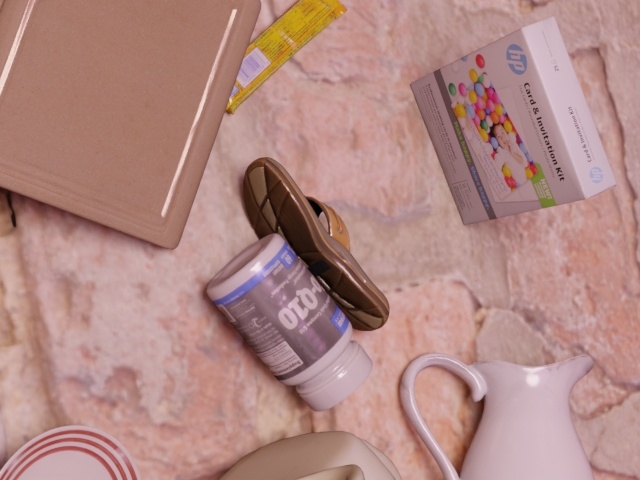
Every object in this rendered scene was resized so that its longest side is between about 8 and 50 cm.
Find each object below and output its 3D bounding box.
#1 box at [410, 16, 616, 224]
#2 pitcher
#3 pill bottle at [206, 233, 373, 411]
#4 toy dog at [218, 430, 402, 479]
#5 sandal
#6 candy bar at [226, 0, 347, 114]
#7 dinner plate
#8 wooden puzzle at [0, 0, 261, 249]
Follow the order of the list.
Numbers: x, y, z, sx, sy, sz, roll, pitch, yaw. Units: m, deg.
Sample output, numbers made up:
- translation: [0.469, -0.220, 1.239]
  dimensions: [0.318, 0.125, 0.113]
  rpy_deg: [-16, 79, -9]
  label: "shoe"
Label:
- translation: [0.160, -0.095, 0.892]
  dimensions: [0.038, 0.186, 0.145]
  rpy_deg: [-23, 94, -25]
  label: "box"
- translation: [0.155, 0.202, 0.905]
  dimensions: [0.177, 0.125, 0.207]
  rpy_deg: [5, 71, -3]
  label: "pitcher"
- translation: [-0.023, 0.069, 0.851]
  dimensions: [0.078, 0.078, 0.137]
  rpy_deg: [-43, 102, -22]
  label: "pill bottle"
- translation: [-0.024, 0.369, 0.737]
  dimensions: [0.395, 0.284, 0.408]
  rpy_deg: [-17, 91, -69]
  label: "toy dog"
- translation: [0.000, 0.000, 0.878]
  dimensions: [0.180, 0.072, 0.049]
  rpy_deg: [49, 52, -13]
  label: "sandal"
- translation: [-0.040, -0.170, 0.904]
  dimensions: [0.040, 0.018, 0.161]
  rpy_deg: [47, 69, -9]
  label: "candy bar"
- translation: [-0.193, 0.209, 0.774]
  dimensions: [0.141, 0.017, 0.141]
  rpy_deg: [4, 85, -45]
  label: "dinner plate"
- translation: [-0.158, -0.127, 0.775]
  dimensions: [0.238, 0.044, 0.221]
  rpy_deg: [25, 82, -50]
  label: "wooden puzzle"
